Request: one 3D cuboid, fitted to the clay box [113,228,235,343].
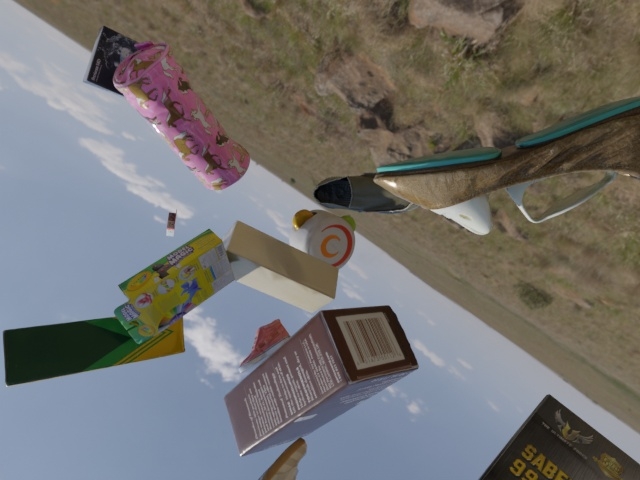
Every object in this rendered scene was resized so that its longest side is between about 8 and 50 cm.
[{"bbox_3d":[-0.277,0.087,0.812,0.053,0.222,0.127,39,150,31],"label":"clay box"}]

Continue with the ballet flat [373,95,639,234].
[{"bbox_3d":[0.246,-0.078,0.554,0.116,0.342,0.124,-59,-46,-72],"label":"ballet flat"}]

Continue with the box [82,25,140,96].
[{"bbox_3d":[-0.564,-0.491,1.213,0.158,0.156,0.093,16,-174,-38],"label":"box"}]

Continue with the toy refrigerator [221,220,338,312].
[{"bbox_3d":[-0.099,0.062,0.977,0.269,0.102,0.094,26,-129,-21],"label":"toy refrigerator"}]

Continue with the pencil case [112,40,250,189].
[{"bbox_3d":[-0.337,-0.302,1.084,0.167,0.160,0.386,45,174,42],"label":"pencil case"}]

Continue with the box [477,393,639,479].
[{"bbox_3d":[0.293,0.305,0.445,0.183,0.056,0.231,-25,-129,-34],"label":"box"}]

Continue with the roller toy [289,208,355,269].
[{"bbox_3d":[0.000,0.000,1.391,0.209,0.191,0.146,3,-165,-31],"label":"roller toy"}]

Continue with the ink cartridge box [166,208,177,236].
[{"bbox_3d":[-0.536,-0.065,1.536,0.029,0.063,0.115,7,157,-18],"label":"ink cartridge box"}]

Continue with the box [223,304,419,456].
[{"bbox_3d":[-0.016,0.283,0.848,0.191,0.381,0.143,3,-127,-41],"label":"box"}]

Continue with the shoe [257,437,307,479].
[{"bbox_3d":[-0.087,0.411,0.671,0.058,0.076,0.219,41,-129,12],"label":"shoe"}]

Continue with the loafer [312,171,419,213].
[{"bbox_3d":[0.093,-0.094,0.891,0.251,0.094,0.087,-1,-168,30],"label":"loafer"}]

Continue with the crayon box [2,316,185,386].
[{"bbox_3d":[-0.517,0.232,0.959,0.313,0.106,0.363,-3,170,-37],"label":"crayon box"}]

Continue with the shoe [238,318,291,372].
[{"bbox_3d":[-0.171,0.301,1.226,0.081,0.178,0.063,56,-177,18],"label":"shoe"}]
